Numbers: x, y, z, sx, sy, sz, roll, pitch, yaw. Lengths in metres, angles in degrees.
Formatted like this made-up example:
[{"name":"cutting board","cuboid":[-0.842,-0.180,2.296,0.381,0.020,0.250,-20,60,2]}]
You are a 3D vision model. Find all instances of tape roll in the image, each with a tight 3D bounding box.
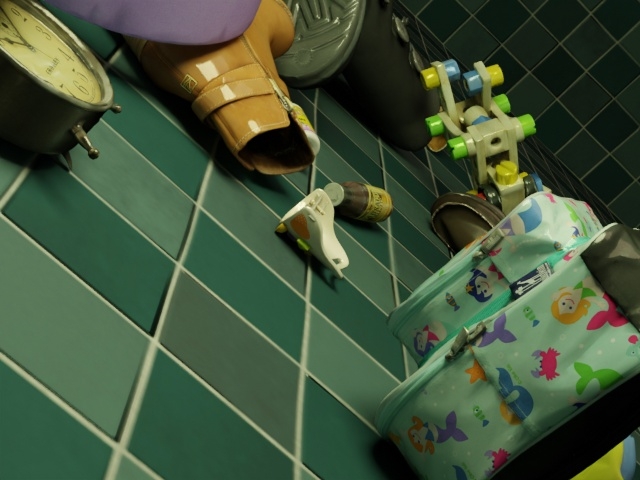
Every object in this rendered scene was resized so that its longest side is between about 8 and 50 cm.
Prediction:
[{"name":"tape roll","cuboid":[-0.173,-0.292,1.073,0.274,0.090,0.275,19,32,-13]}]

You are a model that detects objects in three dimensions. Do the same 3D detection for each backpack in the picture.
[{"name":"backpack","cuboid":[0.160,0.092,0.874,0.191,0.253,0.225,47,19,20]}]

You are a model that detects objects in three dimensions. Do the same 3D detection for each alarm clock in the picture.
[{"name":"alarm clock","cuboid":[-0.220,-0.129,0.782,0.192,0.064,0.129,44,16,-16]}]

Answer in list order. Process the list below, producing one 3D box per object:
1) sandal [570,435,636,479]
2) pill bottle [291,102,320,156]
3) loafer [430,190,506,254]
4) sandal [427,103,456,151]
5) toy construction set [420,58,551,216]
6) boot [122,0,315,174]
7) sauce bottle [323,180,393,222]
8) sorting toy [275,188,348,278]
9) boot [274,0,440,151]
[{"name":"sandal","cuboid":[0.232,0.143,1.177,0.138,0.126,0.317,40,18,-36]},{"name":"pill bottle","cuboid":[-0.033,-0.122,1.280,0.043,0.043,0.083,32,20,-40]},{"name":"loafer","cuboid":[0.227,0.023,1.520,0.220,0.080,0.078,42,35,9]},{"name":"sandal","cuboid":[0.186,-0.190,1.994,0.240,0.088,0.079,-4,83,-61]},{"name":"toy construction set","cuboid":[0.244,-0.089,1.657,0.328,0.151,0.215,56,6,-44]},{"name":"boot","cuboid":[-0.065,-0.165,1.174,0.220,0.109,0.283,49,19,19]},{"name":"sauce bottle","cuboid":[0.040,-0.043,1.278,0.042,0.042,0.128,51,19,18]},{"name":"sorting toy","cuboid":[0.000,0.000,1.077,0.075,0.045,0.083,52,15,-6]},{"name":"boot","cuboid":[0.048,-0.249,1.594,0.445,0.146,0.367,55,27,-55]}]
